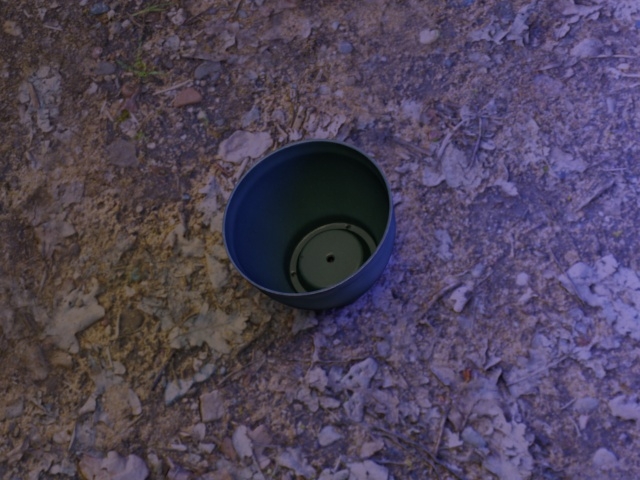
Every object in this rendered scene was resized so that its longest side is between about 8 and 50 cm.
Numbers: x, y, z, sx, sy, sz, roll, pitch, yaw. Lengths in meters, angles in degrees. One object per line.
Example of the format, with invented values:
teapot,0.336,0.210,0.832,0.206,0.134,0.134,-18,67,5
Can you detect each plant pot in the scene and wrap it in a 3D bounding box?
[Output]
plant pot,0.000,0.000,2.030,0.293,0.196,0.293,-7,62,13
